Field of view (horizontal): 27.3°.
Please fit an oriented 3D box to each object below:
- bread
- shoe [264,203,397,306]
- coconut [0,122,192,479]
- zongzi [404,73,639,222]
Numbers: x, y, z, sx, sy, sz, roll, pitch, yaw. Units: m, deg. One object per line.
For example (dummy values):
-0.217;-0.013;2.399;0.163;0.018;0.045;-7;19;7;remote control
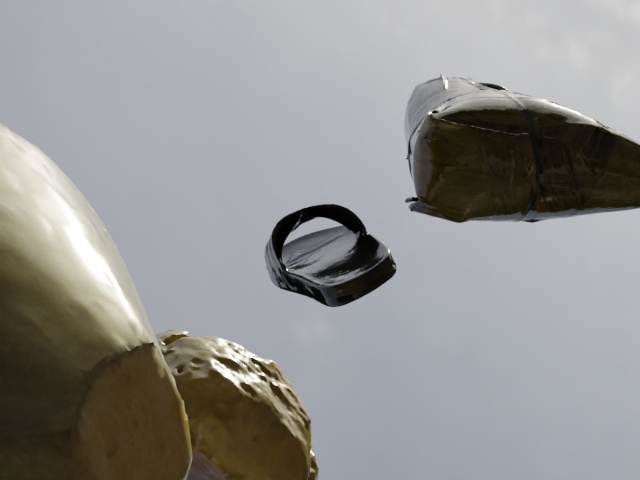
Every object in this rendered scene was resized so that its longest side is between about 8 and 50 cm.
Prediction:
-0.104;0.177;1.160;0.244;0.244;0.134;44;-131;-16;bread
0.000;0.000;0.886;0.071;0.179;0.049;-29;-77;-10;shoe
-0.224;0.088;0.630;0.352;0.352;0.353;8;-106;-31;coconut
0.229;-0.091;1.316;0.289;0.260;0.123;3;-72;1;zongzi
